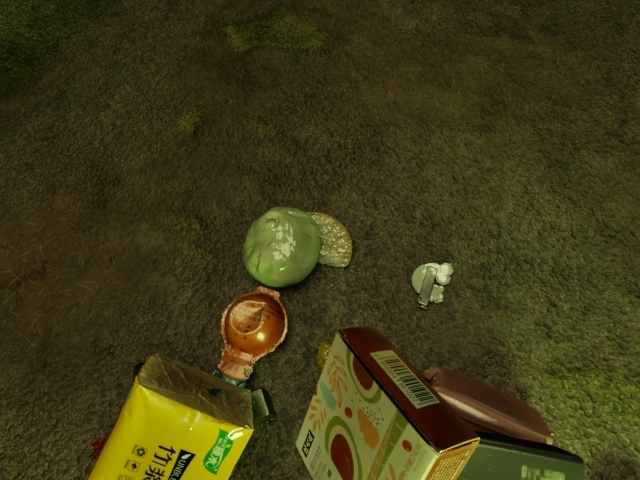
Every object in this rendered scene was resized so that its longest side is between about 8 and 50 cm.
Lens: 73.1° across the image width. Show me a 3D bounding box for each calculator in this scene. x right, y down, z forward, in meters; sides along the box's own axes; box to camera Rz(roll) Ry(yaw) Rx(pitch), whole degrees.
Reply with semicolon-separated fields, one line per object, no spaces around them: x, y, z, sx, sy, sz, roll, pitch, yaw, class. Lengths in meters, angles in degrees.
0.423;0.414;1.097;0.330;0.220;0.048;20;97;12;calculator

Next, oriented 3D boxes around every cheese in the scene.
-0.217;0.290;1.287;0.217;0.129;0.329;14;66;15;cheese

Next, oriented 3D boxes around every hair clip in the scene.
0.340;0.132;1.345;0.116;0.049;0.172;18;63;11;hair clip

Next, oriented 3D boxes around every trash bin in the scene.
0.392;0.469;0.905;0.226;0.165;0.115;11;76;9;trash bin

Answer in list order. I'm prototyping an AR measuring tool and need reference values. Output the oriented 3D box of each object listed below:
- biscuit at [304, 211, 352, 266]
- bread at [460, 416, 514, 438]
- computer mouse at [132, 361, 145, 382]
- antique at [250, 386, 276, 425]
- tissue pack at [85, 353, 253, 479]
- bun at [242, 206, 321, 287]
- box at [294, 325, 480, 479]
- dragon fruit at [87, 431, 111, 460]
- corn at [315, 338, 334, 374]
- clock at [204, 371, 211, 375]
0.000;0.000;1.464;0.188;0.040;0.265;-35;62;-12;biscuit
0.347;0.573;1.043;0.312;0.172;0.312;-1;63;2;bread
-0.487;0.430;1.261;0.192;0.106;0.062;35;77;23;computer mouse
-0.245;0.497;1.208;0.221;0.081;0.080;-24;61;-4;antique
-0.367;0.516;1.026;0.293;0.228;0.382;27;89;-11;tissue pack
-0.141;0.006;1.372;0.283;0.179;0.283;-14;60;24;bun
0.115;0.450;0.965;0.122;0.385;0.344;2;27;-34;box
-0.513;0.568;1.182;0.208;0.133;0.150;19;102;-13;dragon fruit
0.108;0.423;1.181;0.120;0.120;0.363;-32;64;-10;corn
-0.360;0.435;1.295;0.083;0.010;0.074;-9;62;2;clock
